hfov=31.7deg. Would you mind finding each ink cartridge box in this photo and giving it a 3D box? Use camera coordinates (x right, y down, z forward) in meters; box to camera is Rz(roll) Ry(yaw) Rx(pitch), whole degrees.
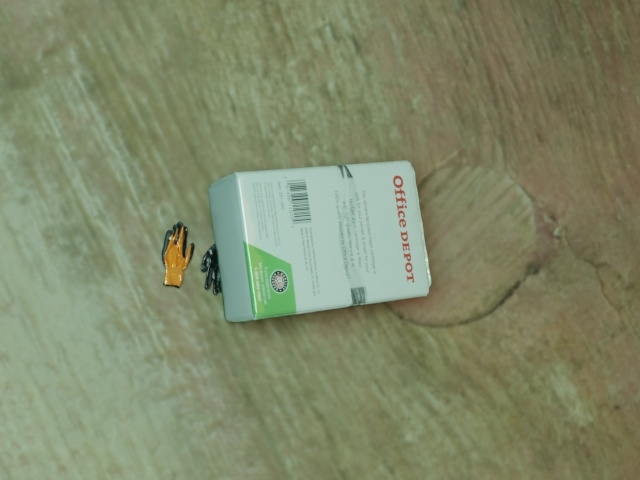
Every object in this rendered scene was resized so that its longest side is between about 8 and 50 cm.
[{"bbox_3d":[0.000,0.000,1.266,0.219,0.093,0.160,-5,86,-26],"label":"ink cartridge box"}]

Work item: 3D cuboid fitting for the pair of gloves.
[{"bbox_3d":[-0.136,0.020,1.256,0.083,0.010,0.074,12,78,-23],"label":"pair of gloves"}]
